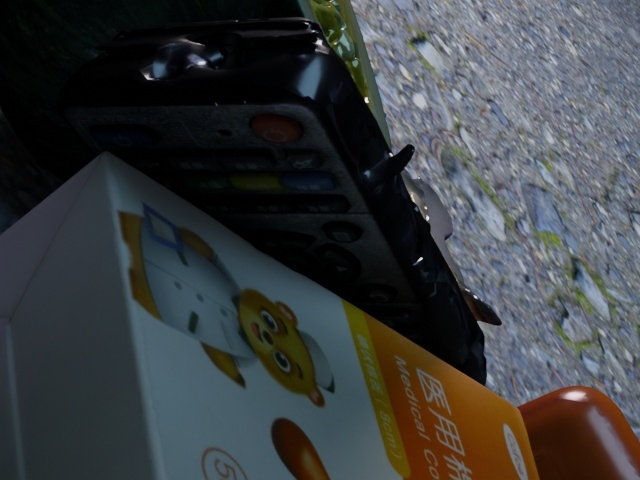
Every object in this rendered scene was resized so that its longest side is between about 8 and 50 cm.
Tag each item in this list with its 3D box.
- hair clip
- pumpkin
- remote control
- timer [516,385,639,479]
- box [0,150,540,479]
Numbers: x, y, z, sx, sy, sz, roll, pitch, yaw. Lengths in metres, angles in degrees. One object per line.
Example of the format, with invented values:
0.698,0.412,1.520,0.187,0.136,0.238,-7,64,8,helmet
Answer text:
0.074,0.017,1.276,0.146,0.075,0.257,40,19,-33,hair clip
-0.092,-0.139,0.970,0.293,0.197,0.263,60,17,-57,pumpkin
0.000,0.000,0.896,0.399,0.144,0.062,59,34,-61,remote control
0.179,0.234,1.120,0.257,0.161,0.250,61,9,19,timer
-0.018,0.143,0.820,0.341,0.143,0.225,34,29,-41,box
